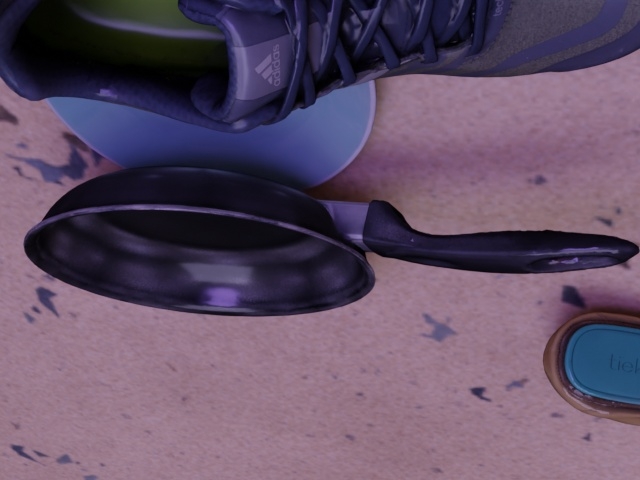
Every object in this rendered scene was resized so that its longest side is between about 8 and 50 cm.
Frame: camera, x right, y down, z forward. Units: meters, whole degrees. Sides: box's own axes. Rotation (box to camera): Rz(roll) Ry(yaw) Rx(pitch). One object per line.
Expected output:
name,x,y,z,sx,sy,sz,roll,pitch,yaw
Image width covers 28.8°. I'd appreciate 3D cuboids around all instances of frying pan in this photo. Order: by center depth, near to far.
frying pan,-0.024,-0.007,0.659,0.197,0.053,0.326,19,156,-38

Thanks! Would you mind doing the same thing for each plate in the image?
plate,-0.062,-0.091,0.644,0.188,0.024,0.188,9,141,7

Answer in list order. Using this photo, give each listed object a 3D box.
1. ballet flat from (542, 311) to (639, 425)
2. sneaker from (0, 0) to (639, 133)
ballet flat,0.247,0.088,0.742,0.232,0.080,0.073,14,170,4
sneaker,0.001,-0.093,0.516,0.300,0.121,0.111,-2,127,6
